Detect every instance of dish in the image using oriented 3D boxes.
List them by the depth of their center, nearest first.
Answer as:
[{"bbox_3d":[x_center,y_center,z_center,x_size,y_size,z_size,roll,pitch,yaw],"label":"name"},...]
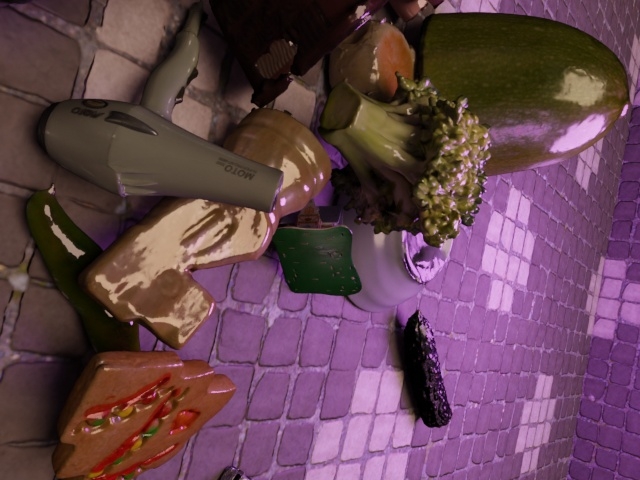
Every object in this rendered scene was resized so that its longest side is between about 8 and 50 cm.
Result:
[{"bbox_3d":[0.159,-0.016,0.896,0.316,0.106,0.317,-10,104,-46],"label":"dish"}]

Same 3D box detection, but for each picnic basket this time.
[{"bbox_3d":[-0.004,-0.304,0.601,0.129,0.222,0.297,49,45,-17],"label":"picnic basket"}]

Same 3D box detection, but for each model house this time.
[{"bbox_3d":[0.000,0.000,0.725,0.167,0.117,0.088,72,20,-50],"label":"model house"}]

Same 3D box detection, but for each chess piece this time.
[{"bbox_3d":[-0.118,-0.022,0.562,0.301,0.137,0.137,-50,129,-34],"label":"chess piece"}]

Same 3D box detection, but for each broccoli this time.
[{"bbox_3d":[0.089,-0.108,0.667,0.243,0.246,0.263,25,55,-44],"label":"broccoli"}]

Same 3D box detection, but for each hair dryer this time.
[{"bbox_3d":[-0.112,-0.131,0.519,0.267,0.229,0.092,-54,172,-27],"label":"hair dryer"}]

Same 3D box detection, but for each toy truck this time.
[{"bbox_3d":[-0.105,0.358,0.717,0.039,0.044,0.083,-55,132,-30],"label":"toy truck"}]

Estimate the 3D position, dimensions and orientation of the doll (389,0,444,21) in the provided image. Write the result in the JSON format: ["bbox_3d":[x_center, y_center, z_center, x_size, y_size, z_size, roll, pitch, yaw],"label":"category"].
[{"bbox_3d":[0.114,-0.482,0.741,0.268,0.216,0.284,41,84,-19],"label":"doll"}]

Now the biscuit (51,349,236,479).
[{"bbox_3d":[-0.188,0.187,0.525,0.212,0.041,0.239,-30,146,-22],"label":"biscuit"}]

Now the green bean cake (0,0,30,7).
[{"bbox_3d":[-0.168,-0.277,0.400,0.255,0.241,0.132,-43,131,-35],"label":"green bean cake"}]

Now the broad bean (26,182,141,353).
[{"bbox_3d":[-0.231,0.080,0.537,0.060,0.043,0.298,-27,117,-31],"label":"broad bean"}]

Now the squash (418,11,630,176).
[{"bbox_3d":[0.352,-0.262,0.860,0.310,0.308,0.311,8,81,-62],"label":"squash"}]

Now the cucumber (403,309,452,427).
[{"bbox_3d":[0.213,0.263,1.028,0.072,0.072,0.300,-39,123,-36],"label":"cucumber"}]

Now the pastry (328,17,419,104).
[{"bbox_3d":[0.085,-0.264,0.788,0.165,0.088,0.166,-14,108,-48],"label":"pastry"}]
